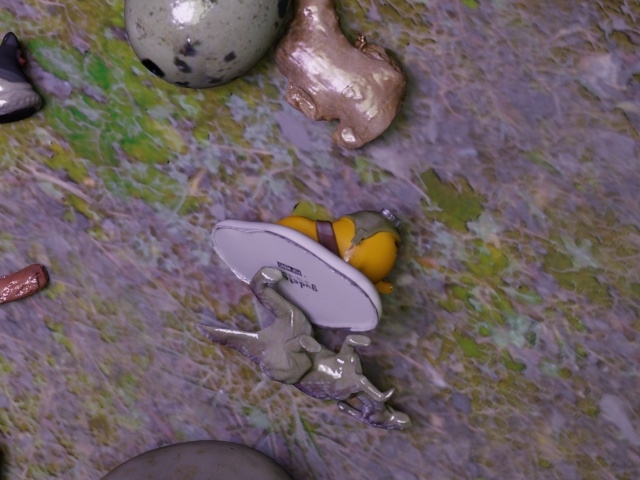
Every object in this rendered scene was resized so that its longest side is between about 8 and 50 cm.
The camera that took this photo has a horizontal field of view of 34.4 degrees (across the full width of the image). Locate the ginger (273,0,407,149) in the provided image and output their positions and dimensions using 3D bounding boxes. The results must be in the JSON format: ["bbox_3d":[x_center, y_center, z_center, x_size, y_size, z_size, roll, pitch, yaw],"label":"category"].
[{"bbox_3d":[0.010,-0.217,1.270,0.137,0.074,0.213,-41,96,-3],"label":"ginger"}]

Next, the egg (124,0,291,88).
[{"bbox_3d":[-0.126,-0.284,1.221,0.177,0.177,0.228,44,83,-1],"label":"egg"}]

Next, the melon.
[{"bbox_3d":[-0.145,0.367,1.247,0.308,0.272,0.271,20,96,13],"label":"melon"}]

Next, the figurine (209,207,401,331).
[{"bbox_3d":[0.000,0.000,1.277,0.250,0.166,0.141,26,61,22],"label":"figurine"}]

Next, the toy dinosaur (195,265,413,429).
[{"bbox_3d":[-0.010,0.149,1.274,0.294,0.162,0.077,37,54,5],"label":"toy dinosaur"}]

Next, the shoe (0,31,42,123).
[{"bbox_3d":[-0.464,-0.199,1.293,0.228,0.099,0.112,-2,88,0],"label":"shoe"}]

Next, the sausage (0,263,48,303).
[{"bbox_3d":[-0.430,0.067,1.342,0.158,0.042,0.036,-14,139,6],"label":"sausage"}]
